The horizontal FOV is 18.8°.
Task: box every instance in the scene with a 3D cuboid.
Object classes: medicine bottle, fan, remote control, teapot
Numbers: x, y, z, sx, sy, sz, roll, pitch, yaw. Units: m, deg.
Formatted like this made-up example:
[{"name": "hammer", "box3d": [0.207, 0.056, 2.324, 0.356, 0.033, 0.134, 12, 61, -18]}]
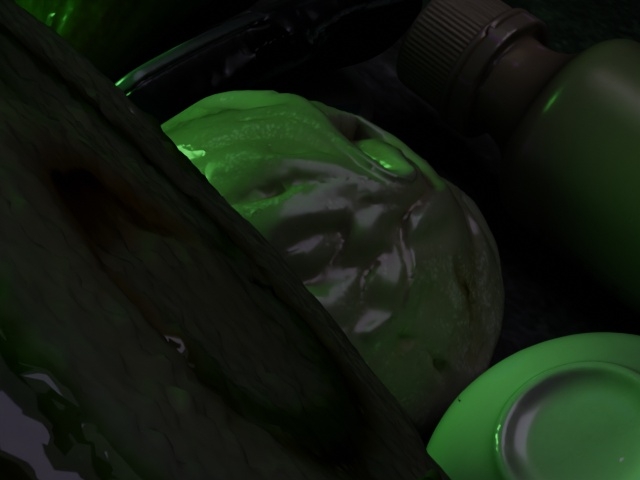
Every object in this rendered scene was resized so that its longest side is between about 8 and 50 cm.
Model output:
[{"name": "medicine bottle", "box3d": [0.150, -0.039, 0.976, 0.252, 0.114, 0.114, 38, 33, 22]}, {"name": "fan", "box3d": [-0.007, -0.098, 1.048, 0.113, 0.005, 0.175, 38, 33, 18]}, {"name": "remote control", "box3d": [-0.029, -0.087, 0.949, 0.222, 0.072, 0.042, -28, 83, -45]}, {"name": "teapot", "box3d": [0.108, 0.106, 0.728, 0.145, 0.092, 0.226, -20, 50, 4]}]

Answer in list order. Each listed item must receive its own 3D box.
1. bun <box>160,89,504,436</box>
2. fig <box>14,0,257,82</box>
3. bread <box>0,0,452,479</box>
[{"name": "bun", "box3d": [0.000, 0.000, 0.820, 0.183, 0.102, 0.183, 17, 35, -13]}, {"name": "fig", "box3d": [-0.092, -0.150, 0.945, 0.203, 0.203, 0.235, 12, 67, -23]}, {"name": "bread", "box3d": [-0.090, 0.031, 0.551, 0.382, 0.129, 0.366, 45, 7, 0]}]
